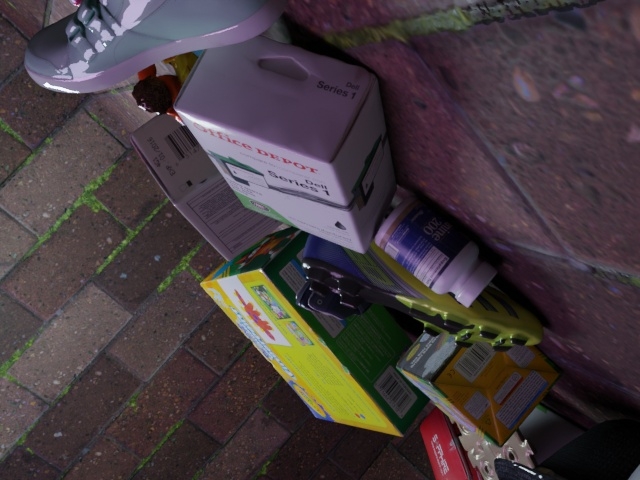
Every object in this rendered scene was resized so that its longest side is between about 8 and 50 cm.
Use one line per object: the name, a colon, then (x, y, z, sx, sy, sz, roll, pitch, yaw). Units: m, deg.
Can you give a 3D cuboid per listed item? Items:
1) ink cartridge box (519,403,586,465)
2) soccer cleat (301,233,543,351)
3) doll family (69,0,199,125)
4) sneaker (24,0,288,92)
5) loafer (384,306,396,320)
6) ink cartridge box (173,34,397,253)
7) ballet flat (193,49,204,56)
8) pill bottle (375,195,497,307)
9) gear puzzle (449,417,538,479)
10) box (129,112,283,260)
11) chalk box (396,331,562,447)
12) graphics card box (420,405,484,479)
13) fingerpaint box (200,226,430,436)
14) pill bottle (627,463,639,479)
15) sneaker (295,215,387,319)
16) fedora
ink cartridge box: (0.421, 0.403, 1.158, 0.273, 0.115, 0.198, 46, 171, -26)
soccer cleat: (0.121, 0.040, 0.770, 0.289, 0.121, 0.093, 19, 160, 9)
doll family: (-0.196, -0.244, 0.706, 0.263, 0.118, 0.163, 46, -167, -4)
sneaker: (-0.168, -0.209, 0.517, 0.256, 0.094, 0.151, -9, 144, 26)
loafer: (0.119, 0.154, 1.530, 0.125, 0.045, 0.039, 34, 176, 27)
ink cartridge box: (-0.022, -0.087, 0.646, 0.160, 0.092, 0.219, 22, 166, 18)
ballet flat: (-0.141, -0.244, 0.607, 0.188, 0.070, 0.070, 42, 172, -24)
pill bottle: (0.122, 0.013, 0.699, 0.120, 0.067, 0.067, 40, 171, 14)
gear puzzle: (0.288, 0.316, 1.064, 0.339, 0.044, 0.175, 66, 152, 25)
box: (-0.132, -0.092, 0.923, 0.127, 0.149, 0.232, 52, 175, 20)
chalk box: (0.207, 0.179, 0.944, 0.132, 0.132, 0.213, 42, 173, -4)
graphics card box: (0.390, 0.504, 1.374, 0.371, 0.094, 0.233, 29, -160, -19)
fingerpaint box: (-0.009, 0.192, 1.450, 0.445, 0.163, 0.371, 51, 153, -12)
pill bottle: (0.362, 0.267, 0.365, 0.392, 0.224, 0.224, 39, 171, 22)
sneaker: (0.001, 0.001, 0.871, 0.226, 0.163, 0.086, 45, 173, -11)
fedora: (0.377, 0.325, 0.822, 0.334, 0.152, 0.334, 40, 168, 11)
